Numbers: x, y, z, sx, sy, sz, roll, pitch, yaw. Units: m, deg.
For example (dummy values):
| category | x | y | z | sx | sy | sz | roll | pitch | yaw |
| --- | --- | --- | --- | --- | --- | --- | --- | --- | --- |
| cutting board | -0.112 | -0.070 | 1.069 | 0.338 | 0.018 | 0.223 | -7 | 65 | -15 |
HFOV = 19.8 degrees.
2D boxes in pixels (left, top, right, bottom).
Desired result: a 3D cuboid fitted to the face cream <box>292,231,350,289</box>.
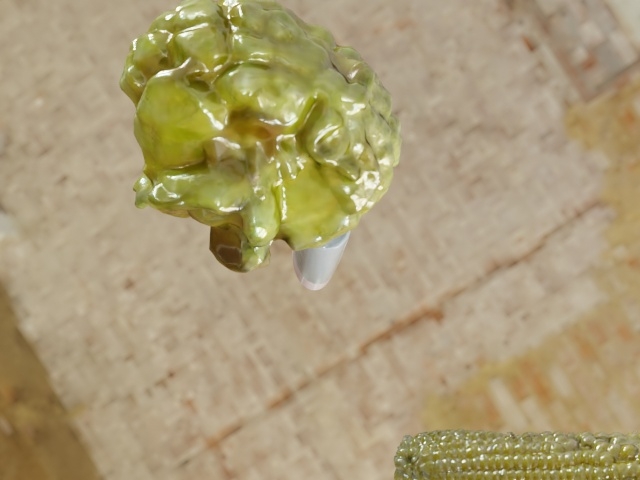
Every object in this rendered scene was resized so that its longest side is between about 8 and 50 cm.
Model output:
| category | x | y | z | sx | sy | sz | roll | pitch | yaw |
| --- | --- | --- | --- | --- | --- | --- | --- | --- | --- |
| face cream | 0.000 | 0.000 | 2.095 | 0.198 | 0.057 | 0.084 | 107 | 161 | -77 |

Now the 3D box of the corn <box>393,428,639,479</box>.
| category | x | y | z | sx | sy | sz | roll | pitch | yaw |
| --- | --- | --- | --- | --- | --- | --- | --- | --- | --- |
| corn | 0.206 | 0.197 | 1.538 | 0.086 | 0.288 | 0.087 | 2 | -90 | -73 |

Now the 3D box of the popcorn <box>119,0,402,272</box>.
| category | x | y | z | sx | sy | sz | roll | pitch | yaw |
| --- | --- | --- | --- | --- | --- | --- | --- | --- | --- |
| popcorn | -0.057 | -0.104 | 1.702 | 0.224 | 0.257 | 0.270 | -120 | 17 | -64 |
